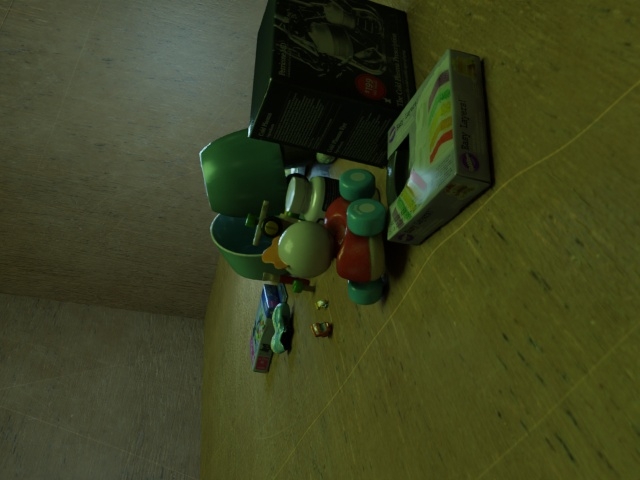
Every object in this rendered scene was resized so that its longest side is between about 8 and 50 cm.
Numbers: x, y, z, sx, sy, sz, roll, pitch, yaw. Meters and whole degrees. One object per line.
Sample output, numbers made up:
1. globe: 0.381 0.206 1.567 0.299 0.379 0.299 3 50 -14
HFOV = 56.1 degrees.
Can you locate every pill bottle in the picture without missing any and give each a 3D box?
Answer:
1. pill bottle: -0.074 -0.164 1.932 0.169 0.094 0.094 -119 41 -67
2. pill bottle: 0.024 -0.085 1.347 0.108 0.194 0.108 -170 90 -74

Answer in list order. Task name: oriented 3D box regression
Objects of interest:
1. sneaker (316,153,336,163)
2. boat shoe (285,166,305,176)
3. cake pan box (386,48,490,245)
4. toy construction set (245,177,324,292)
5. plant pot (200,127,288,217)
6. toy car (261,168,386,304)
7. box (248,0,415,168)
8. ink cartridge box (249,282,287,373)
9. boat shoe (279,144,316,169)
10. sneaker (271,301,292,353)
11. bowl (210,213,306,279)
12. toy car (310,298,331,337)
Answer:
1. sneaker: 0.021 -0.274 1.683 0.237 0.086 0.085 151 125 -72
2. boat shoe: -0.119 -0.230 2.144 0.267 0.088 0.096 150 128 -71
3. cake pan box: 0.191 -0.148 1.036 0.267 0.070 0.245 129 150 -62
4. toy construction set: -0.106 -0.001 1.680 0.257 0.237 0.308 -106 29 -57
5. plant pot: -0.239 -0.200 1.851 0.293 0.235 0.292 168 90 -83
6. toy car: 0.000 0.000 1.198 0.210 0.238 0.219 -100 6 -50
7. box: 0.023 -0.367 1.307 0.179 0.313 0.343 121 153 -53
8. ink cartridge box: -0.190 0.289 2.135 0.186 0.065 0.311 -114 39 -65
9. boat shoe: -0.052 -0.355 1.792 0.500 0.187 0.155 139 118 -74
10. sneaker: -0.109 0.274 1.889 0.073 0.063 0.162 -19 66 53
11. bowl: -0.185 0.011 1.937 0.311 0.312 0.163 -101 5 -52
12. toy car: 0.000 0.191 1.530 0.040 0.060 0.122 -34 46 25
